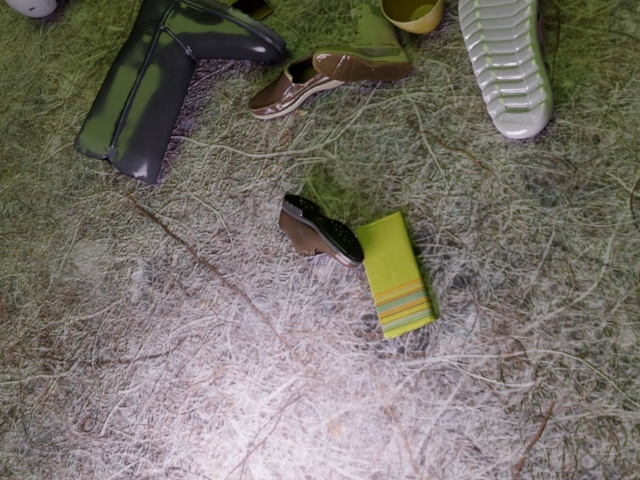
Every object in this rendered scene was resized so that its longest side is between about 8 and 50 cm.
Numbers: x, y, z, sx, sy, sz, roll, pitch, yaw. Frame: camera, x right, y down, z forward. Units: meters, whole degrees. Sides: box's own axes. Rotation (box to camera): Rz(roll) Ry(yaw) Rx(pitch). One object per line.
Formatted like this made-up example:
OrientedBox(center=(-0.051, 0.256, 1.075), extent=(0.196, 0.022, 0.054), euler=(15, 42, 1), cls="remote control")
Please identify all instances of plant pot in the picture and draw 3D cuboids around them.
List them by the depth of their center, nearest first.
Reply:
OrientedBox(center=(0.204, -0.483, 1.574), extent=(0.134, 0.095, 0.134), euler=(-10, 67, 24), cls="plant pot")
OrientedBox(center=(-0.174, -0.579, 1.818), extent=(0.081, 0.081, 0.083), euler=(-29, 51, 15), cls="plant pot")

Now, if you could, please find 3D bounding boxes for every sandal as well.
OrientedBox(center=(0.365, -0.392, 1.465), extent=(0.169, 0.102, 0.417), euler=(-10, 80, 40), cls="sandal")

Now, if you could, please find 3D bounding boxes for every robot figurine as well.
OrientedBox(center=(-0.798, -0.774, 2.151), extent=(0.278, 0.173, 0.209), euler=(-69, 15, -9), cls="robot figurine")

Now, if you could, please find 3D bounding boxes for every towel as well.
OrientedBox(center=(0.141, 0.064, 1.453), extent=(0.102, 0.021, 0.237), euler=(-21, 63, 14), cls="towel")

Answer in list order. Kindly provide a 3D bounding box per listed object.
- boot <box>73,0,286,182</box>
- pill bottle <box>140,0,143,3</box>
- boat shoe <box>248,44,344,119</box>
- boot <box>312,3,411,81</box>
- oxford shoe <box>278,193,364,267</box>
OrientedBox(center=(-0.327, -0.337, 1.758), extent=(0.366, 0.146, 0.445), euler=(27, 91, 13), cls="boot")
OrientedBox(center=(-0.415, -0.713, 1.931), extent=(0.176, 0.176, 0.319), euler=(-37, 59, 11), cls="pill bottle")
OrientedBox(center=(-0.058, -0.356, 1.663), extent=(0.257, 0.095, 0.095), euler=(-25, 62, 17), cls="boat shoe")
OrientedBox(center=(0.074, -0.416, 1.580), extent=(0.213, 0.077, 0.165), euler=(-1, 62, -19), cls="boot")
OrientedBox(center=(0.000, 0.000, 1.520), extent=(0.227, 0.082, 0.096), euler=(38, 119, 37), cls="oxford shoe")
